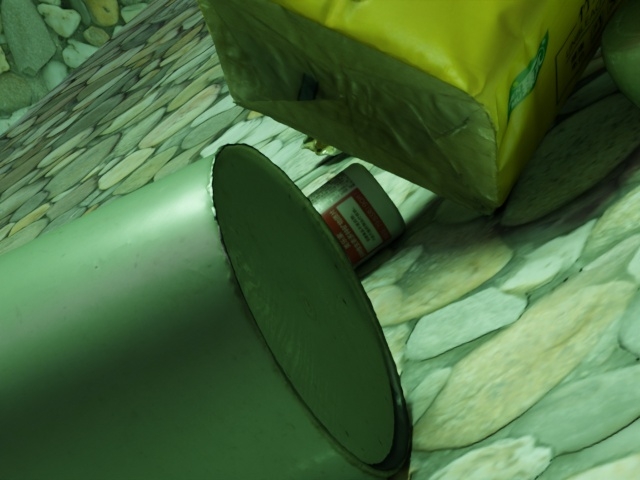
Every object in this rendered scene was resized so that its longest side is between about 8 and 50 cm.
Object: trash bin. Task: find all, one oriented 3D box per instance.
[{"bbox_3d":[-0.184,0.136,1.163,0.432,0.280,0.280,-27,17,16],"label":"trash bin"}]

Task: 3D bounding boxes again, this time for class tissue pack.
[{"bbox_3d":[0.114,-0.261,1.452,0.382,0.293,0.228,-57,-21,-18],"label":"tissue pack"}]

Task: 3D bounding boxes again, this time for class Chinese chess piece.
[{"bbox_3d":[0.317,-0.181,1.382,0.188,0.083,0.188,-33,18,12],"label":"Chinese chess piece"}]

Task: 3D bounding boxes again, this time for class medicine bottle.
[{"bbox_3d":[0.000,0.000,1.519,0.140,0.079,0.079,-36,15,-4],"label":"medicine bottle"}]

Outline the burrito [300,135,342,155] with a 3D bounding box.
[{"bbox_3d":[0.125,-0.230,1.952,0.392,0.076,0.117,-45,25,-25],"label":"burrito"}]
